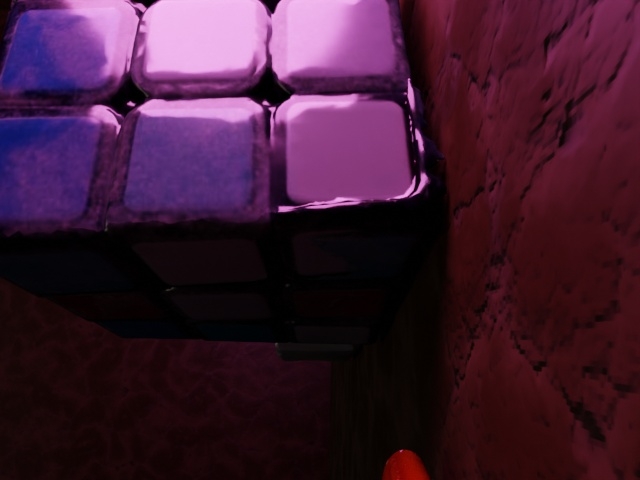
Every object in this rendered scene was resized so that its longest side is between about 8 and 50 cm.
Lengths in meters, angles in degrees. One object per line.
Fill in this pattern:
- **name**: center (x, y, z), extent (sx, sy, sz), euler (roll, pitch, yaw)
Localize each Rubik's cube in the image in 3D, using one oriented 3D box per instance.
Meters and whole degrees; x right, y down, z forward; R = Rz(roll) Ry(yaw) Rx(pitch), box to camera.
- **Rubik's cube**: center (-0.094, -0.086, 0.541), extent (0.359, 0.363, 0.362), euler (83, -176, -68)

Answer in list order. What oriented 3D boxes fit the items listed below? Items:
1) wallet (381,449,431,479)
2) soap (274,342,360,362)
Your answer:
- **wallet**: center (0.056, 0.207, 0.218), extent (0.204, 0.045, 0.142), euler (-89, -2, -89)
- **soap**: center (0.000, 0.000, 0.964), extent (0.261, 0.156, 0.446), euler (93, 179, -70)
